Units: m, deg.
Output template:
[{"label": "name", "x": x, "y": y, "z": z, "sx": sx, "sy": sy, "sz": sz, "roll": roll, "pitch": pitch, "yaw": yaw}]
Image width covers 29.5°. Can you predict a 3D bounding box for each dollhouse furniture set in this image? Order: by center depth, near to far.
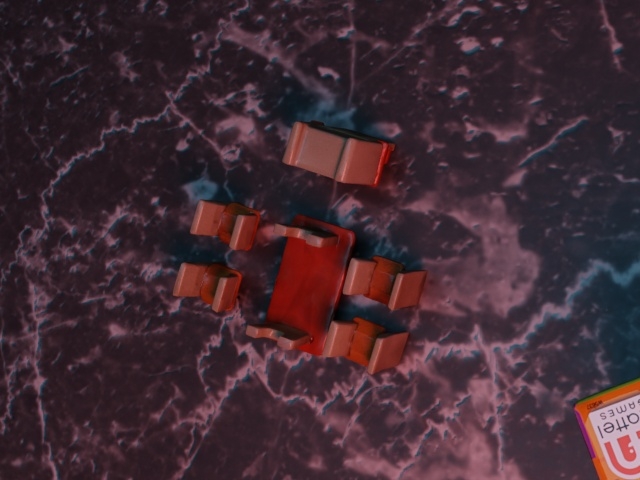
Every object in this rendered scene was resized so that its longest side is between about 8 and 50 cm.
[{"label": "dollhouse furniture set", "x": 0.000, "y": 0.000, "z": 1.391, "sx": 0.262, "sy": 0.135, "sz": 0.259, "roll": 19, "pitch": 98, "yaw": 23}]

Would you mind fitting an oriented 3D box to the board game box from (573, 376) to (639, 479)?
[{"label": "board game box", "x": 0.467, "y": 0.252, "z": 1.018, "sx": 0.356, "sy": 0.356, "sz": 0.356, "roll": -24, "pitch": 72, "yaw": 15}]
